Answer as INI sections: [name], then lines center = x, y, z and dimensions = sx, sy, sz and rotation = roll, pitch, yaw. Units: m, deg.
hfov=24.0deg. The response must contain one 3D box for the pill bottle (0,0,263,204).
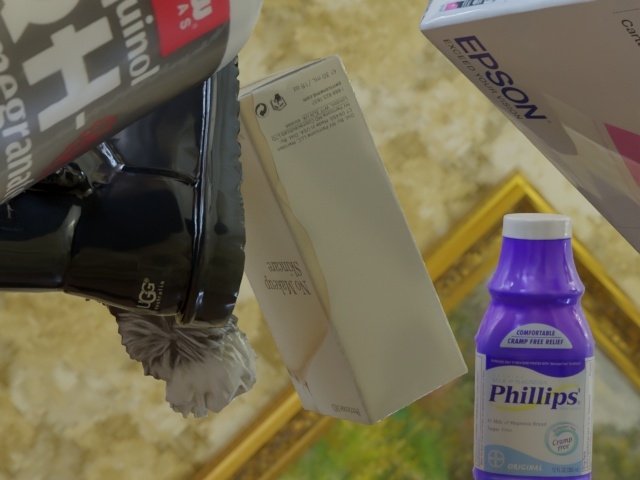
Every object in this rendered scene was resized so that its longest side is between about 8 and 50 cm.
[pill bottle]
center = -0.135, -0.116, 0.628
dimensions = 0.176, 0.318, 0.176
rotation = 40, -30, 28

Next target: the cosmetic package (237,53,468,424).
[cosmetic package]
center = 0.000, 0.000, 1.362
dimensions = 0.160, 0.113, 0.310
rotation = -4, -70, 67

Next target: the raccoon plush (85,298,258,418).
[raccoon plush]
center = -0.197, -0.087, 1.233
dimensions = 0.446, 0.216, 0.299
rotation = 60, 27, -17

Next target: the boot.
[boot]
center = -0.151, -0.059, 0.805
dimensions = 0.246, 0.207, 0.094
rotation = -97, -157, -46

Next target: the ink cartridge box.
[ink cartridge box]
center = 0.285, -0.088, 1.045
dimensions = 0.324, 0.071, 0.330
rotation = 41, -24, -31

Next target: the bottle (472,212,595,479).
[bottle]
center = 0.210, 0.116, 1.470
dimensions = 0.092, 0.118, 0.283
rotation = -51, 142, -82
